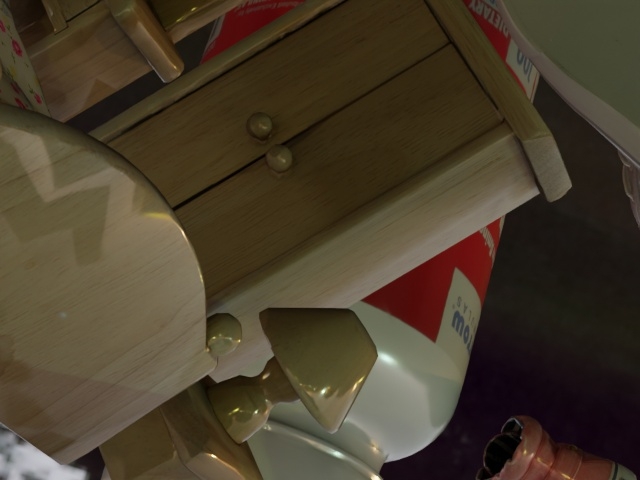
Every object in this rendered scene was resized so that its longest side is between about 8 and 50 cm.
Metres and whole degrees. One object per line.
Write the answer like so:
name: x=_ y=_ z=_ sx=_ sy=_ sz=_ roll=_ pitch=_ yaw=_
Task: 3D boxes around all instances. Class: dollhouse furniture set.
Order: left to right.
dollhouse furniture set: x=-0.066 y=-0.108 z=0.447 sx=0.303 sy=0.174 sz=0.355 roll=62 pitch=-176 yaw=34

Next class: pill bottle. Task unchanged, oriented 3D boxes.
pill bottle: x=0.000 y=0.000 z=0.977 sx=0.229 sy=0.407 sz=0.229 roll=14 pitch=157 yaw=6

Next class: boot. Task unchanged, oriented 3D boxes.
boot: x=0.185 y=-0.066 z=0.861 sx=0.258 sy=0.095 sz=0.123 roll=54 pitch=167 yaw=23

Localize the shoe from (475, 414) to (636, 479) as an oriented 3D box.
shoe: x=0.143 y=0.155 z=0.987 sx=0.081 sy=0.063 sz=0.178 roll=30 pitch=169 yaw=-1
